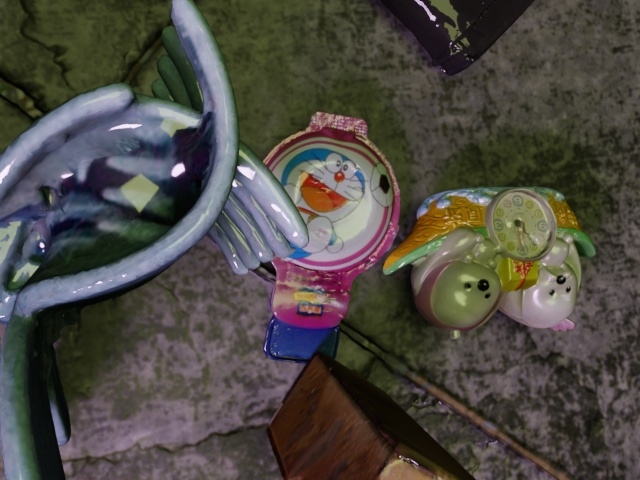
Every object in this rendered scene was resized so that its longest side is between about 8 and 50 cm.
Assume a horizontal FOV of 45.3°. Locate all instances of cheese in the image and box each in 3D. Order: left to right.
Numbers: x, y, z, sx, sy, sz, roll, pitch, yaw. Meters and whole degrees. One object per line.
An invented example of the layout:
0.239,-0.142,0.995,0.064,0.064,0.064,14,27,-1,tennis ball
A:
0.000,0.000,0.737,0.155,0.062,0.244,10,94,-15,cheese

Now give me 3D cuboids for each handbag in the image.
0.147,-0.328,0.790,0.223,0.080,0.247,44,78,-7,handbag

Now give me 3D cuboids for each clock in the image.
0.172,0.022,0.756,0.231,0.103,0.144,-2,77,-15,clock

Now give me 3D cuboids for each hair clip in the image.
-0.170,-0.007,0.567,0.238,0.318,0.392,-30,91,-15,hair clip

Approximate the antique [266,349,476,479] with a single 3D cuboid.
0.030,0.170,0.597,0.087,0.310,0.093,34,86,-10,antique
